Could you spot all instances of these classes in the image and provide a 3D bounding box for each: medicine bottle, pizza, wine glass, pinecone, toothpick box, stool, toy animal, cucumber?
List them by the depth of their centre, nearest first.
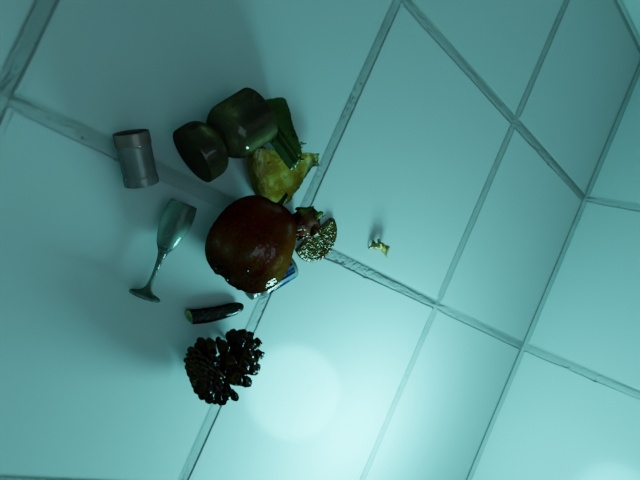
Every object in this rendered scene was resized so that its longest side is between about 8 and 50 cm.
[{"bbox_3d":[-0.514,-0.229,1.489,0.098,0.098,0.148,-20,116,-34],"label":"toothpick box"},{"bbox_3d":[-0.281,-0.319,1.601,0.264,0.179,0.179,-40,125,-23],"label":"stool"},{"bbox_3d":[-0.438,0.043,1.682,0.264,0.096,0.309,28,83,-64],"label":"wine glass"},{"bbox_3d":[-0.311,0.401,1.774,0.292,0.246,0.246,-34,125,-50],"label":"pinecone"},{"bbox_3d":[-0.350,0.243,1.803,0.215,0.052,0.058,-6,72,-40],"label":"cucumber"},{"bbox_3d":[-0.116,-0.232,1.839,0.288,0.075,0.279,-28,123,-32],"label":"pizza"},{"bbox_3d":[-0.179,0.127,1.869,0.192,0.107,0.107,-31,121,-29],"label":"medicine bottle"},{"bbox_3d":[0.249,0.036,2.229,0.081,0.060,0.083,-35,130,3],"label":"toy animal"}]

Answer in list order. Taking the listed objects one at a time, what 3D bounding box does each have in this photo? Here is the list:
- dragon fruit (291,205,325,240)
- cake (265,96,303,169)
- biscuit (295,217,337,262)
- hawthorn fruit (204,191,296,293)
[{"bbox_3d":[-0.075,-0.047,1.884,0.175,0.138,0.142,-21,139,-21],"label":"dragon fruit"},{"bbox_3d":[-0.139,-0.337,1.693,0.099,0.100,0.235,-8,72,-30],"label":"cake"},{"bbox_3d":[-0.001,0.013,2.035,0.206,0.025,0.126,-42,126,-21],"label":"biscuit"},{"bbox_3d":[-0.202,-0.015,1.708,0.285,0.285,0.368,47,62,-38],"label":"hawthorn fruit"}]
